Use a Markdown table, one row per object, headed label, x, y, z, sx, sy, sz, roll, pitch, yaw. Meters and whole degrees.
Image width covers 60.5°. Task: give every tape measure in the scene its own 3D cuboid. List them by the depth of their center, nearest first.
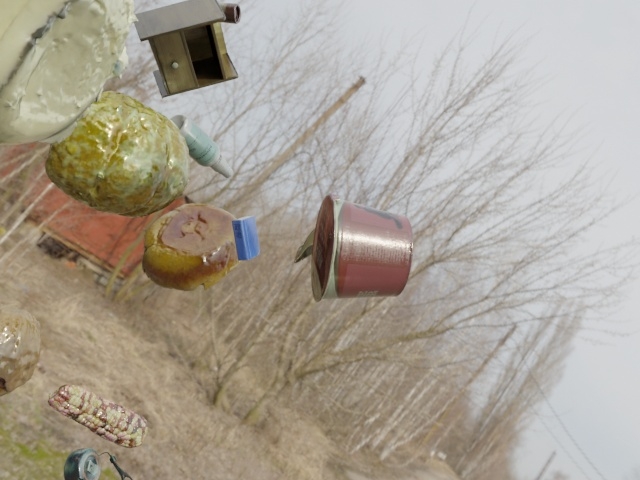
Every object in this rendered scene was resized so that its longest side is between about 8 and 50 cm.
| label | x | y | z | sx | sy | sz | roll | pitch | yaw |
| --- | --- | --- | --- | --- | --- | --- | --- | --- | --- |
| tape measure | -0.524 | 0.561 | 1.327 | 0.180 | 0.104 | 0.107 | 2 | -34 | 17 |

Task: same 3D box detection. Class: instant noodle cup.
| label | x | y | z | sx | sy | sz | roll | pitch | yaw |
| --- | --- | --- | --- | --- | --- | --- | --- | --- | --- |
| instant noodle cup | 0.085 | 0.025 | 1.174 | 0.179 | 0.234 | 0.235 | 7 | -8 | -9 |

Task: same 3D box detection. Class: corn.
| label | x | y | z | sx | sy | sz | roll | pitch | yaw |
| --- | --- | --- | --- | --- | --- | --- | --- | --- | --- |
| corn | -0.555 | 0.442 | 1.390 | 0.280 | 0.092 | 0.092 | 45 | -14 | -31 |

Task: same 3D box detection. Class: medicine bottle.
| label | x | y | z | sx | sy | sz | roll | pitch | yaw |
| --- | --- | --- | --- | --- | --- | --- | --- | --- | --- |
| medicine bottle | -0.462 | -0.356 | 2.170 | 0.110 | 0.110 | 0.352 | 29 | -9 | 37 |

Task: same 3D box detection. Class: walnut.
| label | x | y | z | sx | sy | sz | roll | pitch | yaw |
| --- | --- | --- | --- | --- | --- | --- | --- | --- | --- |
| walnut | -0.823 | 0.282 | 1.420 | 0.141 | 0.204 | 0.238 | 17 | -45 | 57 |

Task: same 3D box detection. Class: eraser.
| label | x | y | z | sx | sy | sz | roll | pitch | yaw |
| --- | --- | --- | --- | --- | --- | --- | --- | --- | --- |
| eraser | -0.153 | -0.005 | 1.129 | 0.027 | 0.084 | 0.063 | -5 | 9 | 18 |

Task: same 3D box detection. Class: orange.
| label | x | y | z | sx | sy | sz | roll | pitch | yaw |
| --- | --- | --- | --- | --- | --- | --- | --- | --- | --- |
| orange | -0.431 | -0.179 | 1.278 | 0.210 | 0.270 | 0.369 | 29 | 5 | 25 |

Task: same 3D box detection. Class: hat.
| label | x | y | z | sx | sy | sz | roll | pitch | yaw |
| --- | --- | --- | --- | --- | --- | --- | --- | --- | --- |
| hat | 0.000 | 0.000 | 1.839 | 0.167 | 0.173 | 0.144 | 4 | 23 | -17 |

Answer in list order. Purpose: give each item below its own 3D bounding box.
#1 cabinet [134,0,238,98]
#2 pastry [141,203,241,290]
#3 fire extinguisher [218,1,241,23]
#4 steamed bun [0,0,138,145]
| label | x | y | z | sx | sy | sz | roll | pitch | yaw |
| --- | --- | --- | --- | --- | --- | --- | --- | --- | --- |
| cabinet | -0.345 | -0.498 | 1.418 | 0.174 | 0.215 | 0.148 | 83 | -14 | -49 |
| pastry | -0.426 | 0.020 | 1.844 | 0.356 | 0.356 | 0.163 | 31 | -35 | 30 |
| fire extinguisher | -0.411 | -0.859 | 2.045 | 0.231 | 0.099 | 0.071 | 10 | -43 | 12 |
| steamed bun | -0.423 | -0.301 | 0.736 | 0.312 | 0.334 | 0.233 | 44 | -2 | 5 |
